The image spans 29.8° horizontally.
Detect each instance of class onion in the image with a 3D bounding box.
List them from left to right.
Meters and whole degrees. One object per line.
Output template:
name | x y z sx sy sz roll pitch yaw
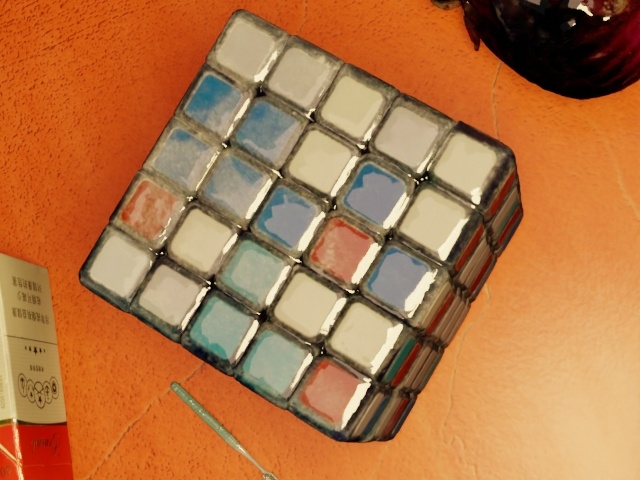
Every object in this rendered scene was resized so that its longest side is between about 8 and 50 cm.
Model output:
onion | 0.237 -0.268 1.170 0.281 0.221 0.281 8 105 32

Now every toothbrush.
toothbrush | -0.099 0.206 1.264 0.167 0.014 0.011 42 100 15

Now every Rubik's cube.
Rubik's cube | 0.000 0.000 1.136 0.287 0.292 0.293 31 87 14

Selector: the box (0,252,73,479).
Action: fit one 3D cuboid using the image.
box | -0.310 0.140 1.256 0.035 0.139 0.245 -10 81 8
